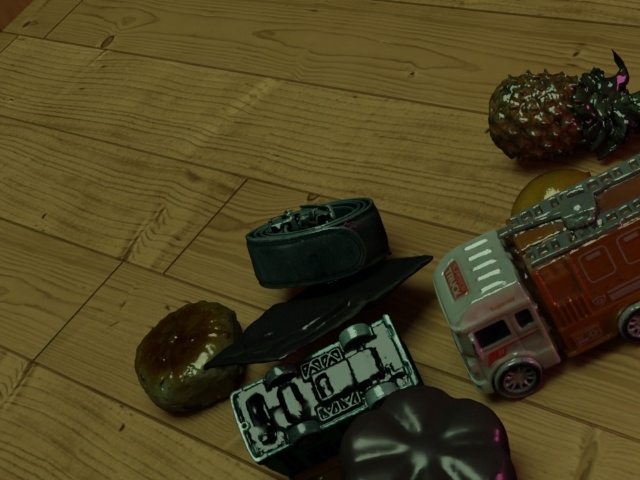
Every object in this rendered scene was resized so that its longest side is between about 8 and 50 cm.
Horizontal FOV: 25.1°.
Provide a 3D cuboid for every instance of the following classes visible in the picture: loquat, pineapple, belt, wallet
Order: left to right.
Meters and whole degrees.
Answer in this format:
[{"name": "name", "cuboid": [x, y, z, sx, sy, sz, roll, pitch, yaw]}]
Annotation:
[{"name": "wallet", "cuboid": [-0.010, 0.106, 2.153, 0.323, 0.041, 0.247, -31, 13, -34]}, {"name": "belt", "cuboid": [0.000, 0.000, 2.256, 0.206, 0.116, 0.267, -23, 11, -28]}, {"name": "loquat", "cuboid": [0.349, -0.038, 2.096, 0.141, 0.141, 0.141, -20, 38, 17]}, {"name": "pineapple", "cuboid": [0.421, -0.209, 2.231, 0.310, 0.141, 0.170, -2, 83, 30]}]

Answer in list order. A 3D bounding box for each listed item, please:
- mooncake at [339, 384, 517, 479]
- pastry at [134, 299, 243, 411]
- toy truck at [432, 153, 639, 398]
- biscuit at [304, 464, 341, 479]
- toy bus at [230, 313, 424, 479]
[{"name": "mooncake", "cuboid": [0.136, 0.299, 1.835, 0.245, 0.133, 0.245, -4, 47, 4]}, {"name": "pastry", "cuboid": [-0.211, 0.183, 2.292, 0.182, 0.093, 0.192, -27, 37, 12]}, {"name": "toy truck", "cuboid": [0.343, 0.039, 1.953, 0.387, 0.207, 0.173, -27, 36, 8]}, {"name": "biscuit", "cuboid": [0.028, 0.369, 1.915, 0.212, 0.036, 0.212, -13, 29, 7]}, {"name": "toy bus", "cuboid": [0.018, 0.227, 2.024, 0.256, 0.147, 0.128, -27, 59, 6]}]
